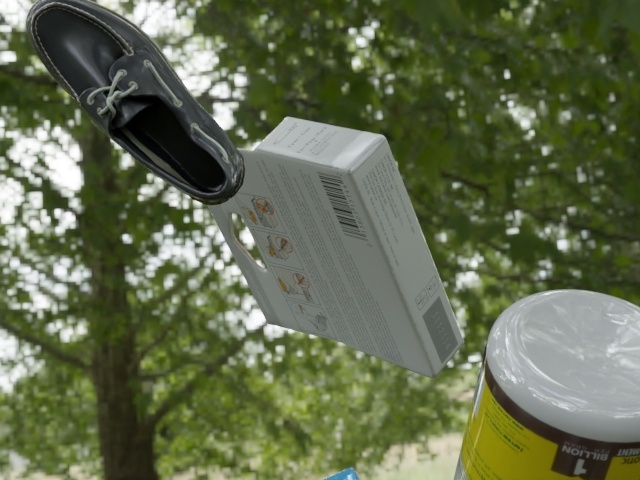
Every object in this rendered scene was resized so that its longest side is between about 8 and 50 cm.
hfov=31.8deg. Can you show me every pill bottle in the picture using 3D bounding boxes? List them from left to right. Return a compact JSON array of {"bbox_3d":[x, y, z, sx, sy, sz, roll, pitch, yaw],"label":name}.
[{"bbox_3d":[0.140,0.143,0.670,0.117,0.117,0.215,-3,-54,-13],"label":"pill bottle"}]

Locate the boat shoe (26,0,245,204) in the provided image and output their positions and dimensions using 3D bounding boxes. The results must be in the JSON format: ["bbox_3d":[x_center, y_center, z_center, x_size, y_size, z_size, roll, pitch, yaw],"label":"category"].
[{"bbox_3d":[-0.136,-0.106,0.835,0.075,0.206,0.065,-45,10,5],"label":"boat shoe"}]

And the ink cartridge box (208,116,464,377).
[{"bbox_3d":[0.000,0.000,1.227,0.261,0.066,0.296,15,-39,41],"label":"ink cartridge box"}]

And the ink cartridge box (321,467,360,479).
[{"bbox_3d":[-0.075,0.503,1.425,0.395,0.166,0.285,-21,33,-8],"label":"ink cartridge box"}]
